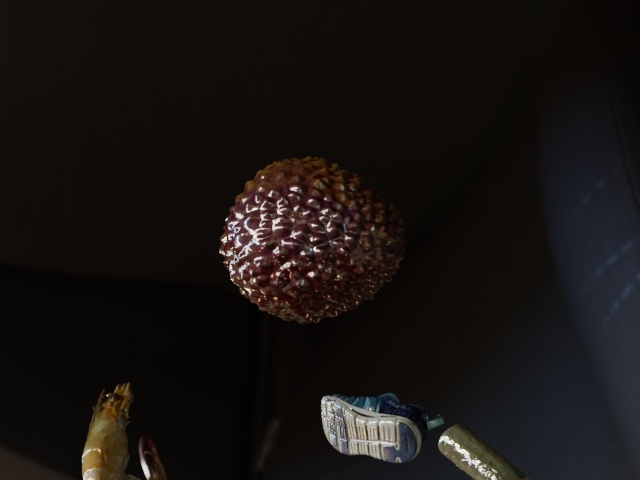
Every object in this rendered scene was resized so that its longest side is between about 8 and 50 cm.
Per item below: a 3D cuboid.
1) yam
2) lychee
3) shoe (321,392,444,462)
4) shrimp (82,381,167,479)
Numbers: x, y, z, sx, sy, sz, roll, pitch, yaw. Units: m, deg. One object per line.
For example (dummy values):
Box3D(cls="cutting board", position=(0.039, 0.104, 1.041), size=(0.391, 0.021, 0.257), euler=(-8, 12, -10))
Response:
Box3D(cls="yam", position=(0.284, 0.387, 2.117), size=(0.169, 0.068, 0.068), euler=(36, 160, 41))
Box3D(cls="lychee", position=(0.000, 0.000, 1.732), size=(0.271, 0.271, 0.271), euler=(11, 144, 9))
Box3D(cls="shoe", position=(0.089, 0.286, 1.923), size=(0.207, 0.106, 0.091), euler=(7, 112, 37))
Box3D(cls="shrimp", position=(-0.244, 0.277, 1.564), size=(0.133, 0.236, 0.053), euler=(25, 119, -26))
